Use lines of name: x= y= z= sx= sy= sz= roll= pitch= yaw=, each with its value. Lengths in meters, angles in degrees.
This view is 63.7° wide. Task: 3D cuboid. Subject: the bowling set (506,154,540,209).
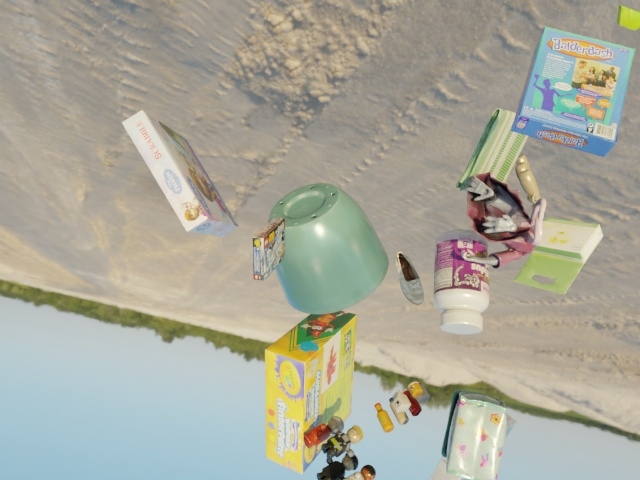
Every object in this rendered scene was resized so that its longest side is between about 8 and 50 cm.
bowling set: x=0.665 y=-0.176 z=1.819 sx=0.200 sy=0.154 sz=0.287 roll=-21 pitch=-166 yaw=27

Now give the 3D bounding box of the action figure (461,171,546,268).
action figure: x=0.541 y=-0.048 z=1.444 sx=0.276 sy=0.247 sz=0.370 roll=6 pitch=162 yaw=40

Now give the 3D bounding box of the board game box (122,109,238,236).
board game box: x=-0.362 y=-0.164 z=1.393 sx=0.066 sy=0.318 sz=0.318 roll=-32 pitch=177 yaw=3

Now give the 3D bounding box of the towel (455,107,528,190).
towel: x=0.529 y=-0.263 z=1.538 sx=0.038 sy=0.247 sz=0.325 roll=36 pitch=-153 yaw=30

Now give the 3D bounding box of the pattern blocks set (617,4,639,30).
pattern blocks set: x=0.790 y=-0.631 z=1.181 sx=0.325 sy=0.026 sz=0.285 roll=18 pitch=128 yaw=-14

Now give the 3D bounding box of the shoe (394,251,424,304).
shoe: x=0.333 y=0.141 z=1.954 sx=0.077 sy=0.218 sz=0.058 roll=-18 pitch=154 yaw=-6

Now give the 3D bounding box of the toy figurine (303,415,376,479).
toy figurine: x=0.067 y=0.677 z=1.626 sx=0.148 sy=0.212 sz=0.210 roll=-20 pitch=180 yaw=-28

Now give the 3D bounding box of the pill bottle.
pill bottle: x=0.440 y=0.131 z=1.609 sx=0.170 sy=0.301 sz=0.169 roll=5 pitch=156 yaw=2

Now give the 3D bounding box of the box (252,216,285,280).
box: x=-0.107 y=0.015 z=1.091 sx=0.027 sy=0.093 sz=0.137 roll=6 pitch=-159 yaw=13

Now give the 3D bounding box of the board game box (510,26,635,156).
board game box: x=0.436 y=-0.260 z=0.889 sx=0.160 sy=0.210 sz=0.047 roll=20 pitch=159 yaw=10

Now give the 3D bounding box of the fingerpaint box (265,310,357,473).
fingerpaint box: x=-0.032 y=0.510 z=1.826 sx=0.163 sy=0.444 sz=0.371 roll=13 pitch=-156 yaw=27

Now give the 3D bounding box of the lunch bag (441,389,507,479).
lunch bag: x=0.448 y=0.559 z=1.501 sx=0.160 sy=0.223 sz=0.262 roll=11 pitch=173 yaw=16

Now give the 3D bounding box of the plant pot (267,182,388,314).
plant pot: x=0.000 y=0.000 z=1.297 sx=0.293 sy=0.293 sz=0.235 roll=5 pitch=133 yaw=35

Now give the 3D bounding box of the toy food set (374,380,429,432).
toy food set: x=0.279 y=0.540 z=1.756 sx=0.111 sy=0.232 sz=0.104 roll=4 pitch=-144 yaw=-29

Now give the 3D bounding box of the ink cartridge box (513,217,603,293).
ink cartridge box: x=0.695 y=0.038 z=1.526 sx=0.171 sy=0.235 sz=0.056 roll=16 pitch=146 yaw=53

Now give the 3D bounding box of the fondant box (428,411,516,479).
fondant box: x=0.549 y=0.774 z=1.879 sx=0.239 sy=0.330 sz=0.096 roll=-17 pitch=-134 yaw=-35
